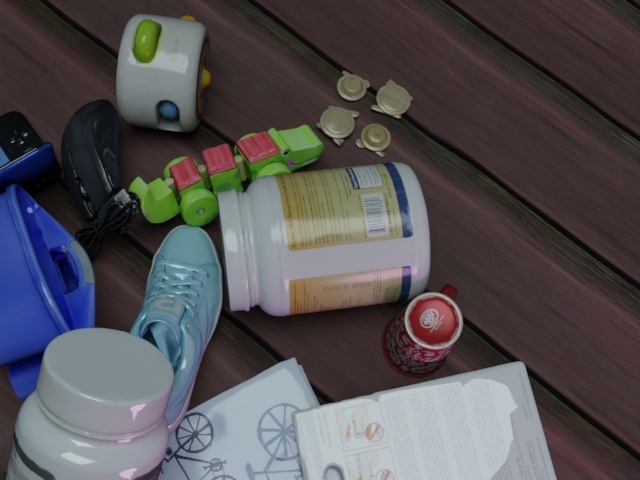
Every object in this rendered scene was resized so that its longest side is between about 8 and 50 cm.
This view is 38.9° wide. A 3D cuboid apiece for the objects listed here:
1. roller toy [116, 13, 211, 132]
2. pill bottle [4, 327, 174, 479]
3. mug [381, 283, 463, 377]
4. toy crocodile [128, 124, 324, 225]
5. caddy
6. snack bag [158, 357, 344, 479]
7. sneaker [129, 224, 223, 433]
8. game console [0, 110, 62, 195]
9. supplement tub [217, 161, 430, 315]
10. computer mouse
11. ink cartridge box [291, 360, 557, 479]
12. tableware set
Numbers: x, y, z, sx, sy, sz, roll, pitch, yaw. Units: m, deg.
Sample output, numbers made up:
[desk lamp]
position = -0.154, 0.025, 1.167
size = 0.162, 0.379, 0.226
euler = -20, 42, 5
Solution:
[roller toy]
position = -0.260, -0.286, 1.558
size = 0.146, 0.209, 0.191
euler = 7, 109, -2
[pill bottle]
position = -0.325, 0.316, 1.244
size = 0.204, 0.204, 0.361
euler = 20, 112, 3
[mug]
position = 0.166, 0.131, 1.456
size = 0.113, 0.169, 0.150
euler = 6, 71, -2
[toy crocodile]
position = -0.157, -0.119, 1.535
size = 0.340, 0.105, 0.115
euler = -21, 52, -12
[caddy]
position = -0.431, 0.072, 1.378
size = 0.179, 0.241, 0.341
euler = -27, 56, -5
[snack bag]
position = -0.119, 0.397, 1.414
size = 0.342, 0.037, 0.323
euler = -25, 74, -9
[sneaker]
position = -0.227, 0.122, 1.430
size = 0.135, 0.150, 0.366
euler = 8, 63, -5
[game console]
position = -0.584, -0.109, 1.451
size = 0.293, 0.173, 0.250
euler = -33, 61, -15
[supplement tub]
position = 0.000, 0.000, 1.457
size = 0.316, 0.228, 0.228
euler = -6, 72, -7
[computer mouse]
position = -0.383, -0.122, 1.510
size = 0.072, 0.188, 0.272
euler = 10, 57, -38
[ink cartridge box]
position = 0.170, 0.378, 1.411
size = 0.385, 0.091, 0.308
euler = -11, 76, -6
[tableware set]
position = 0.081, -0.235, 1.656
size = 0.141, 0.020, 0.169
euler = 24, 70, 2
